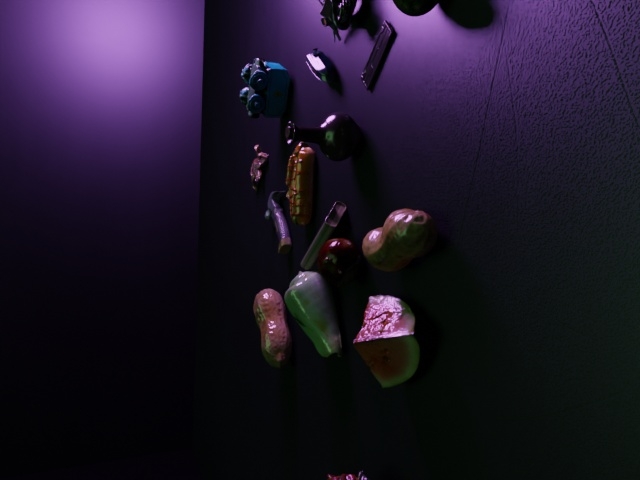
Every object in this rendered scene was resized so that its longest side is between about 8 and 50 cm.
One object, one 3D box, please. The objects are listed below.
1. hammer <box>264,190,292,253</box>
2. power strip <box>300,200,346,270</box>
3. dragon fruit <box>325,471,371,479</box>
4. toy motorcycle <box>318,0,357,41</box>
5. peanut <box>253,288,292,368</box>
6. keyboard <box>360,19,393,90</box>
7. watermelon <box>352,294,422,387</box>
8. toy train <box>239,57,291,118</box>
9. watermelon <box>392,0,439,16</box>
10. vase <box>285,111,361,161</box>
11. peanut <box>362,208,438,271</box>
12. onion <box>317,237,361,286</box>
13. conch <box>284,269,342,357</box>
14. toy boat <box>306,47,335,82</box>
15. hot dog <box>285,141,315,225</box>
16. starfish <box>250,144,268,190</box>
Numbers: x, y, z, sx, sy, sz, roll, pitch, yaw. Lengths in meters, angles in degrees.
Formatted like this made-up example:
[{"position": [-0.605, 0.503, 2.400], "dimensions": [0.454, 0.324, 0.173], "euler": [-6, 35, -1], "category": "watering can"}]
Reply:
[{"position": [-0.140, -0.063, 1.828], "dimensions": [0.159, 0.041, 0.227], "euler": [114, 147, -48], "category": "hammer"}, {"position": [0.000, 0.000, 1.457], "dimensions": [0.092, 0.034, 0.268], "euler": [-61, 1, -40], "category": "power strip"}, {"position": [0.057, 0.649, 1.125], "dimensions": [0.244, 0.244, 0.299], "euler": [134, 129, -59], "category": "dragon fruit"}, {"position": [0.043, -0.635, 1.330], "dimensions": [0.157, 0.090, 0.263], "euler": [155, 114, -74], "category": "toy motorcycle"}, {"position": [-0.162, 0.298, 1.798], "dimensions": [0.125, 0.111, 0.275], "euler": [119, 143, -57], "category": "peanut"}, {"position": [0.129, -0.421, 1.224], "dimensions": [0.155, 0.010, 0.053], "euler": [116, 145, -46], "category": "keyboard"}, {"position": [0.146, 0.192, 1.106], "dimensions": [0.145, 0.137, 0.193], "euler": [-63, -5, -49], "category": "watermelon"}, {"position": [-0.181, -0.501, 1.772], "dimensions": [0.107, 0.154, 0.198], "euler": [-128, 42, -50], "category": "toy train"}, {"position": [0.182, -0.474, 0.991], "dimensions": [0.109, 0.108, 0.109], "euler": [179, 90, -67], "category": "watermelon"}, {"position": [0.003, -0.256, 1.303], "dimensions": [0.120, 0.182, 0.120], "euler": [-179, 90, -67], "category": "vase"}, {"position": [0.153, 0.002, 1.073], "dimensions": [0.103, 0.098, 0.229], "euler": [-55, 7, -29], "category": "peanut"}, {"position": [0.043, 0.049, 1.308], "dimensions": [0.117, 0.118, 0.119], "euler": [-56, 35, 17], "category": "onion"}, {"position": [-0.012, 0.200, 1.466], "dimensions": [0.143, 0.137, 0.251], "euler": [-27, 83, 36], "category": "conch"}, {"position": [0.005, -0.468, 1.458], "dimensions": [0.060, 0.055, 0.141], "euler": [80, 169, -46], "category": "toy boat"}, {"position": [-0.063, -0.172, 1.602], "dimensions": [0.104, 0.076, 0.250], "euler": [-156, 66, -66], "category": "hot dog"}, {"position": [-0.240, -0.278, 2.071], "dimensions": [0.150, 0.053, 0.210], "euler": [-97, 16, -48], "category": "starfish"}]
